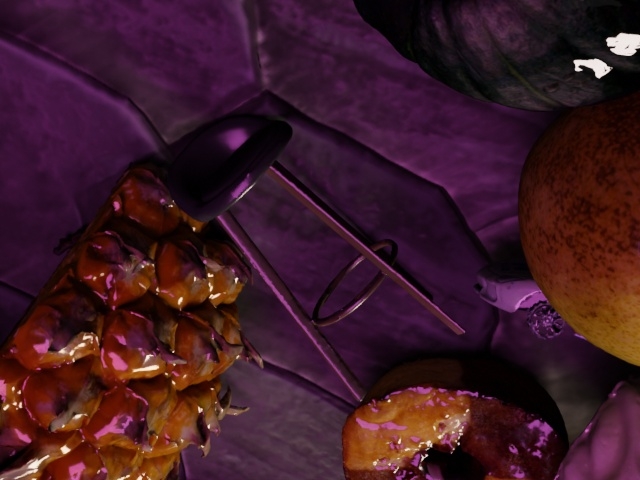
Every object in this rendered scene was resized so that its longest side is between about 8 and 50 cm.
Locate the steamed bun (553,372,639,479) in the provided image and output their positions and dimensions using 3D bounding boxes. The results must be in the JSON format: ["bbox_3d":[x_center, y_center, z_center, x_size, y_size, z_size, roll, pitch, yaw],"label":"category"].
[{"bbox_3d":[0.238,0.179,0.839,0.106,0.183,0.183,32,132,29],"label":"steamed bun"}]

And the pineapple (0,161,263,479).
[{"bbox_3d":[-0.172,0.157,0.871,0.209,0.286,0.344,35,126,-10],"label":"pineapple"}]

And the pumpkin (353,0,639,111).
[{"bbox_3d":[0.103,-0.185,0.613,0.250,0.216,0.250,21,123,36],"label":"pumpkin"}]

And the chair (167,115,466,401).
[{"bbox_3d":[-0.001,0.000,0.827,0.221,0.104,0.095,43,149,-10],"label":"chair"}]

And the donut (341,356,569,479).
[{"bbox_3d":[0.111,0.162,0.932,0.184,0.073,0.166,-3,123,17],"label":"donut"}]

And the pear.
[{"bbox_3d":[0.215,-0.022,0.717,0.197,0.197,0.197,7,125,10],"label":"pear"}]

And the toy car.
[{"bbox_3d":[0.208,0.051,0.822,0.205,0.095,0.056,20,102,2],"label":"toy car"}]
